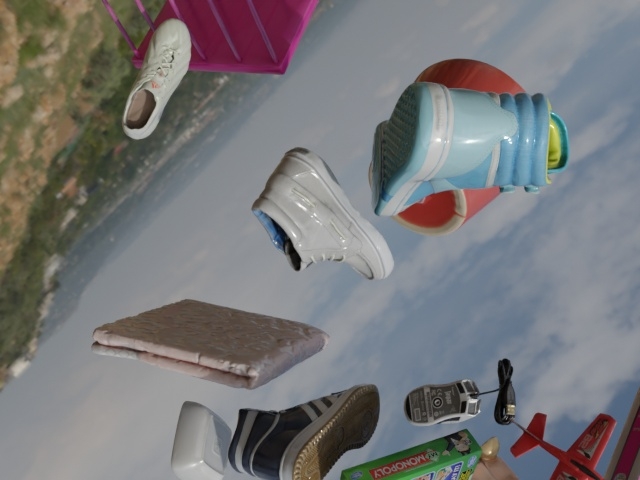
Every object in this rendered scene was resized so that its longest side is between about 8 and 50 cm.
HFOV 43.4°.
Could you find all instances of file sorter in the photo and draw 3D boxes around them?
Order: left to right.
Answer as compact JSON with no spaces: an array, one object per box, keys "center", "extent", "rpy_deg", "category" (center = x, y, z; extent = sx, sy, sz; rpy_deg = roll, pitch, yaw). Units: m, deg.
[{"center":[-0.181,-0.412,1.314],"extent":[0.291,0.182,0.202],"rpy_deg":[8,-120,23],"category":"file sorter"}]

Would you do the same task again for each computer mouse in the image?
[{"center":[0.231,0.263,1.331],"extent":[0.193,0.042,0.106],"rpy_deg":[-16,-117,26],"category":"computer mouse"}]

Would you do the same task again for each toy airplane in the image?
[{"center":[0.300,0.272,1.013],"extent":[0.151,0.028,0.151],"rpy_deg":[-13,-124,20],"category":"toy airplane"}]

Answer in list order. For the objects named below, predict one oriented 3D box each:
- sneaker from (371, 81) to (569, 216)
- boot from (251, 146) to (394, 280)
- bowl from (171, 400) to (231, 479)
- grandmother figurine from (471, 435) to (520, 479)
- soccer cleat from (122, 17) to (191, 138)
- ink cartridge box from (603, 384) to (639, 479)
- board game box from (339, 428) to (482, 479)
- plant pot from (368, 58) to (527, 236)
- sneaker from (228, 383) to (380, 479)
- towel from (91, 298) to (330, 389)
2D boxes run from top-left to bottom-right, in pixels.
[{"center":[0.175,-0.095,0.976],"extent":[0.319,0.208,0.127],"rpy_deg":[143,-52,-81],"category":"sneaker"},{"center":[0.000,0.000,1.127],"extent":[0.095,0.258,0.123],"rpy_deg":[7,-126,50],"category":"boot"},{"center":[-0.210,0.376,1.472],"extent":[0.053,0.142,0.142],"rpy_deg":[-6,-125,20],"category":"bowl"},{"center":[0.339,0.489,1.274],"extent":[0.208,0.342,0.104],"rpy_deg":[-39,148,-6],"category":"grandmother figurine"},{"center":[-0.249,-0.246,1.228],"extent":[0.076,0.068,0.196],"rpy_deg":[-128,-120,-84],"category":"soccer cleat"},{"center":[0.559,0.344,1.312],"extent":[0.069,0.175,0.371],"rpy_deg":[-12,-150,45],"category":"ink cartridge box"},{"center":[0.109,0.431,1.217],"extent":[0.214,0.046,0.317],"rpy_deg":[-12,131,-26],"category":"board game box"},{"center":[0.228,-0.154,1.464],"extent":[0.243,0.275,0.275],"rpy_deg":[-49,-170,-35],"category":"plant pot"},{"center":[-0.025,0.286,1.244],"extent":[0.153,0.099,0.282],"rpy_deg":[2,-166,31],"category":"sneaker"},{"center":[-0.182,0.178,1.421],"extent":[0.332,0.317,0.053],"rpy_deg":[-15,114,-69],"category":"towel"}]
